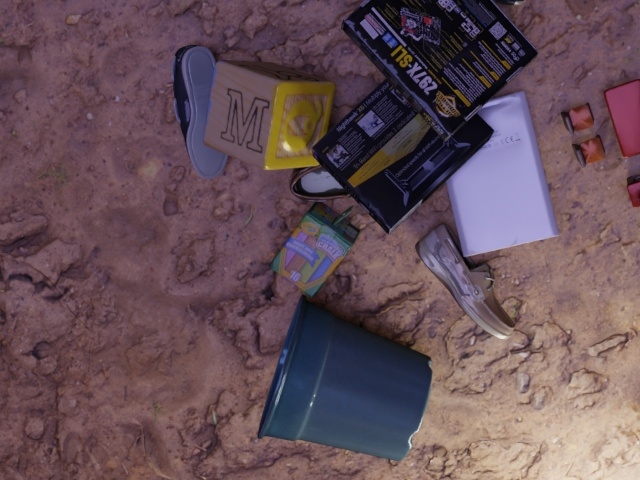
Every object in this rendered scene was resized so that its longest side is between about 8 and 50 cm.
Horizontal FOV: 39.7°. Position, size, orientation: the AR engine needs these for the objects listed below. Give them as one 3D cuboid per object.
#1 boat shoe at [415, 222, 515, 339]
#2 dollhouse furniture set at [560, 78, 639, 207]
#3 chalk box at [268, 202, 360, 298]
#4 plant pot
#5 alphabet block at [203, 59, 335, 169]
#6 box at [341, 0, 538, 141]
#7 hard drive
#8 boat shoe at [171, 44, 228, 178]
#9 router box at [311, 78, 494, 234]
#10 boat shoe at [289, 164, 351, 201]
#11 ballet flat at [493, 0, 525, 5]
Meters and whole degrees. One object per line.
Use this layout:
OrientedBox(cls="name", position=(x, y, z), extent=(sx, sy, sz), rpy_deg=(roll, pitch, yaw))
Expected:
OrientedBox(cls="boat shoe", position=(0.347, 0.094, 2.015), extent=(0.098, 0.109, 0.302), rpy_deg=(-42, 89, 20))
OrientedBox(cls="dollhouse furniture set", position=(0.667, -0.204, 1.847), extent=(0.261, 0.135, 0.259), rpy_deg=(-19, 101, 16))
OrientedBox(cls="chalk box", position=(0.000, 0.000, 2.043), extent=(0.132, 0.132, 0.213), rpy_deg=(36, 108, 0))
OrientedBox(cls="plant pot", position=(0.062, 0.339, 2.041), extent=(0.334, 0.341, 0.341), rpy_deg=(19, 109, -3))
OrientedBox(cls="alphabet block", position=(-0.112, -0.275, 1.923), extent=(0.197, 0.192, 0.194), rpy_deg=(25, 114, 36))
OrientedBox(cls="box", position=(0.243, -0.408, 1.810), extent=(0.257, 0.079, 0.322), rpy_deg=(-43, 91, -2))
OrientedBox(cls="hard drive", position=(0.380, -0.143, 1.938), extent=(0.210, 0.040, 0.319), rpy_deg=(-13, 90, 15))
OrientedBox(cls="boat shoe", position=(-0.278, -0.296, 2.040), extent=(0.114, 0.091, 0.303), rpy_deg=(-10, 107, -32))
OrientedBox(cls="router box", position=(0.173, -0.205, 1.885), extent=(0.309, 0.081, 0.243), rpy_deg=(-43, 82, -4))
OrientedBox(cls="boat shoe", position=(0.081, -0.147, 1.990), extent=(0.323, 0.120, 0.123), rpy_deg=(-15, 102, 15))
OrientedBox(cls="ballet flat", position=(0.349, -0.525, 1.875), extent=(0.173, 0.058, 0.049), rpy_deg=(14, 146, 9))
